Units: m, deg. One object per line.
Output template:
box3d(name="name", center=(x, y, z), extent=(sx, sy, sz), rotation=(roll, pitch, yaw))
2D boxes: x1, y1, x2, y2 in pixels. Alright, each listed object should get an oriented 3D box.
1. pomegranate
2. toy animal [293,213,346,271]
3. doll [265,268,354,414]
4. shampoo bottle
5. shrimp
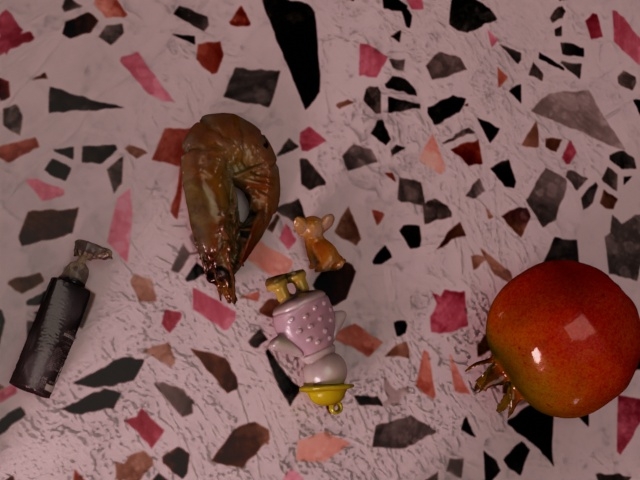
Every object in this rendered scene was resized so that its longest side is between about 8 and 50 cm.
box3d(name="pomegranate", center=(0.327, 0.150, 1.545), extent=(0.257, 0.221, 0.221), rotation=(-32, 91, 5))
box3d(name="toy animal", center=(0.000, 0.000, 1.531), extent=(0.061, 0.081, 0.083), rotation=(-18, 106, -19))
box3d(name="doll", center=(-0.010, 0.139, 1.494), extent=(0.129, 0.081, 0.207), rotation=(-19, 89, -34))
box3d(name="shampoo bottle", center=(-0.331, 0.097, 1.405), extent=(0.064, 0.057, 0.207), rotation=(23, 73, -13))
box3d(name="shrimp", center=(-0.122, -0.044, 1.506), extent=(0.145, 0.061, 0.267), rotation=(4, 76, -28))
